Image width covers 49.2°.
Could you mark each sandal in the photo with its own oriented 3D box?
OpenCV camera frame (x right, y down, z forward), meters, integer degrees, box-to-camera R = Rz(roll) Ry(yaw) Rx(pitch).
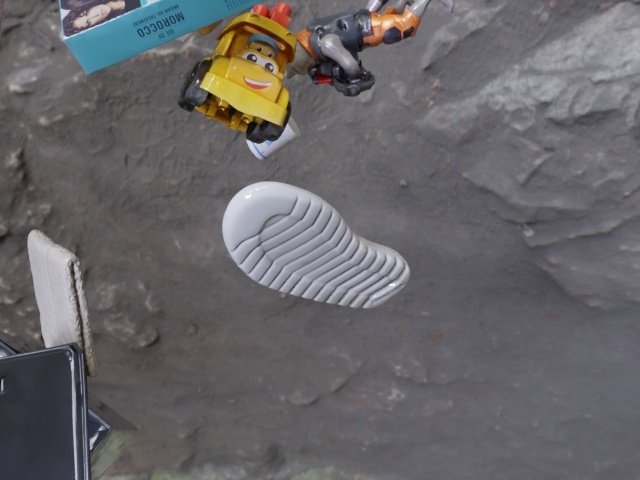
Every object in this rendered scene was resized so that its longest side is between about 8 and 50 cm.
[{"bbox_3d":[-0.012,0.010,1.120,0.169,0.102,0.416,-41,139,15],"label":"sandal"}]

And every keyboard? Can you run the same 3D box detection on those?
[{"bbox_3d":[-0.287,0.261,0.620,0.201,0.317,0.033,-11,163,14],"label":"keyboard"}]

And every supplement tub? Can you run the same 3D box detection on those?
[{"bbox_3d":[-0.107,-0.236,1.582,0.107,0.071,0.071,-32,129,18],"label":"supplement tub"}]

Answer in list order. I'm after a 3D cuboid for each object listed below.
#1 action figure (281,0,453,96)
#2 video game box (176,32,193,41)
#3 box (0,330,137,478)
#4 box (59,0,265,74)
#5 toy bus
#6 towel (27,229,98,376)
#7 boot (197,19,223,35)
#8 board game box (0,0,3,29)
[{"bbox_3d":[0.062,-0.434,1.434,0.330,0.341,0.178,-27,121,-5],"label":"action figure"},{"bbox_3d":[-0.212,-0.404,1.092,0.187,0.205,0.048,22,163,43],"label":"video game box"},{"bbox_3d":[-0.502,0.312,1.167,0.293,0.212,0.395,36,163,2],"label":"box"},{"bbox_3d":[-0.195,-0.300,0.860,0.244,0.100,0.060,-22,144,2],"label":"box"},{"bbox_3d":[-0.100,-0.266,1.043,0.149,0.211,0.220,26,179,-18],"label":"toy bus"},{"bbox_3d":[-0.515,0.132,1.401,0.187,0.049,0.282,22,121,42],"label":"towel"},{"bbox_3d":[-0.280,-0.502,1.377,0.104,0.295,0.211,-25,111,17],"label":"boot"},{"bbox_3d":[-0.747,-0.350,1.271,0.318,0.066,0.318,13,102,7],"label":"board game box"}]
